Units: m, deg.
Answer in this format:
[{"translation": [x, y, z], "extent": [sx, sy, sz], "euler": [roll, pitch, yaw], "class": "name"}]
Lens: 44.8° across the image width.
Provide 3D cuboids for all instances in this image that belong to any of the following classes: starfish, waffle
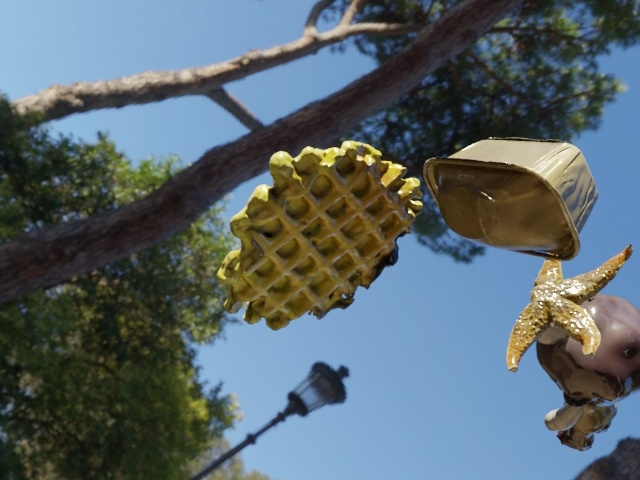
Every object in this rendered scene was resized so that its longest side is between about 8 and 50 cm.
[{"translation": [0.369, 0.104, 1.159], "extent": [0.138, 0.248, 0.050], "euler": [4, -36, 39], "class": "starfish"}, {"translation": [0.002, 0.002, 1.125], "extent": [0.060, 0.307, 0.312], "euler": [52, -56, 46], "class": "waffle"}]

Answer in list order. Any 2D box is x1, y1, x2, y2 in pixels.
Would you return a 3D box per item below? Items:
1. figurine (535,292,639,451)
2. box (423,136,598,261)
[{"translation": [0.501, 0.242, 1.471], "extent": [0.206, 0.218, 0.365], "euler": [57, -17, 31], "class": "figurine"}, {"translation": [0.175, -0.039, 0.732], "extent": [0.177, 0.111, 0.111], "euler": [16, -54, 58], "class": "box"}]
